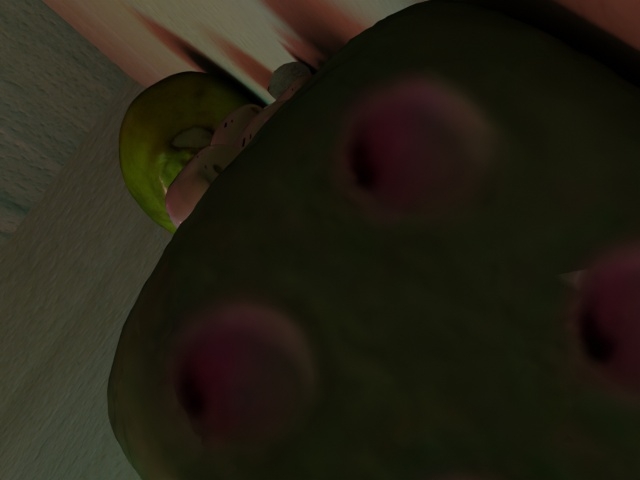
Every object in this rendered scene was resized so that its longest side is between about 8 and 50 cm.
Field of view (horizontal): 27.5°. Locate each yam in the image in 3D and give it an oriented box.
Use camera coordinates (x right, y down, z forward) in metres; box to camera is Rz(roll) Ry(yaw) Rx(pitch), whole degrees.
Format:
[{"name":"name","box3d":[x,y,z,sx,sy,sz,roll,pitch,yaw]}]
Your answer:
[{"name":"yam","box3d":[-0.009,-0.144,1.397,0.054,0.054,0.132,35,177,30]}]

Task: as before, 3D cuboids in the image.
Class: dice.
[{"name":"dice","box3d":[0.100,0.081,0.756,0.330,0.322,0.318,37,179,17]}]

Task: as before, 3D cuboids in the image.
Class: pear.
[{"name":"pear","box3d":[-0.188,-0.136,2.048,0.269,0.269,0.321,37,-169,-19]}]

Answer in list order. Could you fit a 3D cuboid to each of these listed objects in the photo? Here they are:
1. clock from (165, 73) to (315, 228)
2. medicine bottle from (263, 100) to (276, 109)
[{"name":"clock","box3d":[0.012,-0.012,1.207,0.284,0.114,0.309,49,-149,4]},{"name":"medicine bottle","box3d":[0.000,0.000,1.686,0.325,0.256,0.256,44,179,7]}]
